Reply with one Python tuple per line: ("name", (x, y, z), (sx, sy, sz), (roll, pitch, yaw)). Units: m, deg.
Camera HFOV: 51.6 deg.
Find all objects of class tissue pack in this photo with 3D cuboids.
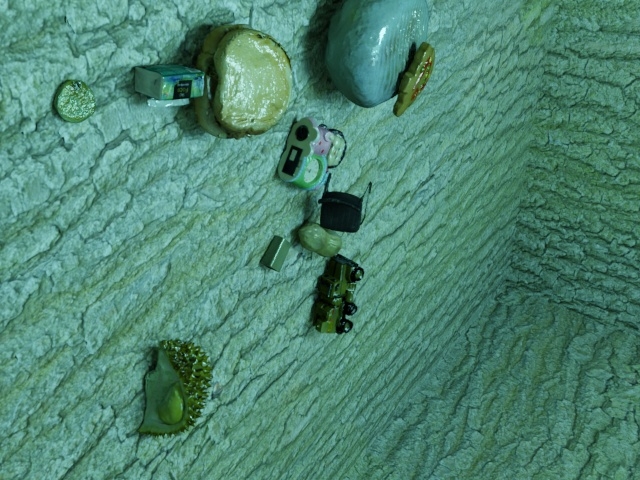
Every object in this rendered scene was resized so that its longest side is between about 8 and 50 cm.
("tissue pack", (-0.306, -0.311, 1.342), (0.111, 0.085, 0.079), (-23, 129, -51))

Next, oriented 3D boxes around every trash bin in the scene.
("trash bin", (-0.125, 0.037, 1.900), (0.092, 0.043, 0.061), (-63, 149, -9))

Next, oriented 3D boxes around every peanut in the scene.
("peanut", (0.000, 0.000, 2.019), (0.090, 0.098, 0.214), (-57, 148, 7))

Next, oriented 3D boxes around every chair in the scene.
("chair", (0.062, -0.090, 1.925), (0.221, 0.140, 0.145), (-68, 168, -66))

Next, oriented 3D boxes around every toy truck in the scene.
("toy truck", (0.047, 0.179, 2.194), (0.127, 0.127, 0.257), (2, 108, -43))

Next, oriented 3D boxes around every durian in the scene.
("durian", (-0.360, 0.364, 1.677), (0.172, 0.166, 0.306), (-75, 177, -60))

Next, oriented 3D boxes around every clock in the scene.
("clock", (-0.016, -0.232, 1.843), (0.195, 0.100, 0.194), (8, 107, -57))

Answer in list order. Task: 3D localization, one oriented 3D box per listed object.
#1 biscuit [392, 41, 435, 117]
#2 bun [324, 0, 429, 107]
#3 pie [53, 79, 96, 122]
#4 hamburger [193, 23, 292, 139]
("biscuit", (0.272, -0.448, 1.829), (0.238, 0.041, 0.212), (-39, 154, -57))
("bun", (0.146, -0.532, 1.777), (0.362, 0.211, 0.362), (-41, 146, -37))
("pie", (-0.450, -0.255, 1.220), (0.085, 0.017, 0.085), (-36, 136, -43))
("hamburger", (-0.172, -0.358, 1.461), (0.286, 0.146, 0.243), (-62, 146, -20))
